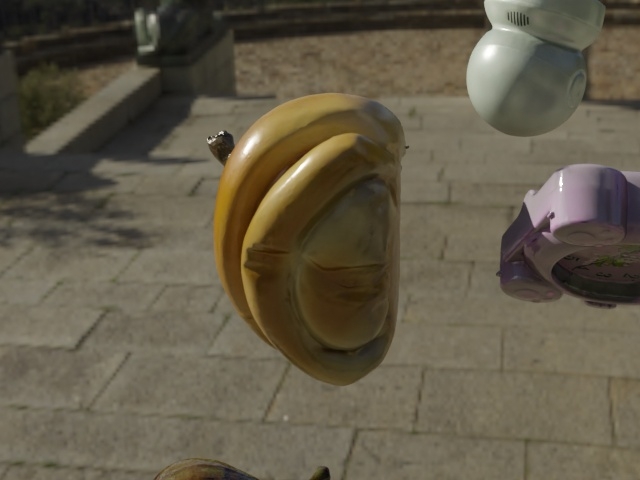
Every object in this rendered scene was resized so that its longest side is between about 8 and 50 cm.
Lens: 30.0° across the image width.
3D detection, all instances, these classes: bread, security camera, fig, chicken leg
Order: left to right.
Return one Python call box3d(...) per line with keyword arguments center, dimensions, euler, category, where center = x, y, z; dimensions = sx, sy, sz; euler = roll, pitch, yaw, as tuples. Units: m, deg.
box3d(center=(-0.134, 0.441, 1.995), dimensions=(0.320, 0.217, 0.217), euler=(-21, 25, -7), category="fig")
box3d(center=(-0.119, -0.103, 1.909), dimensions=(0.198, 0.085, 0.069), euler=(48, 30, 20), category="chicken leg")
box3d(center=(0.026, 0.003, 1.737), dimensions=(0.328, 0.424, 0.245), euler=(-18, 36, -27), category="bread")
box3d(center=(0.327, -0.280, 1.871), dimensions=(0.194, 0.236, 0.194), euler=(15, 5, -1), category="security camera")

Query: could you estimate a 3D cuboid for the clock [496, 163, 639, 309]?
box3d(center=(0.433, 0.006, 1.657), dimensions=(0.322, 0.295, 0.113), euler=(9, 66, -8), category="clock")
